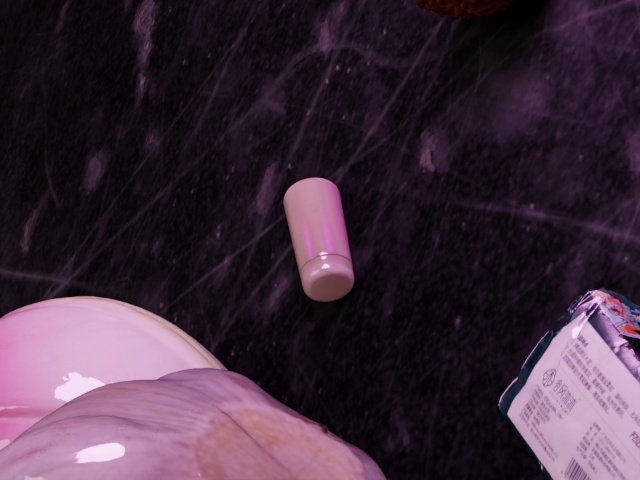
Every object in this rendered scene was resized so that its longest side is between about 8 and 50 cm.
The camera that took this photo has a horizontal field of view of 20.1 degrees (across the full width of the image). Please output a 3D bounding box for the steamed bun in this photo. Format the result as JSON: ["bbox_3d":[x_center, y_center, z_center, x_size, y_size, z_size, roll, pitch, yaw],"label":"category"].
[{"bbox_3d":[-0.216,0.181,1.386,0.309,0.309,0.309,-35,44,44],"label":"steamed bun"}]

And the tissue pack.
[{"bbox_3d":[0.177,0.114,0.986,0.103,0.090,0.170,-59,34,18],"label":"tissue pack"}]

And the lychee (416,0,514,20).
[{"bbox_3d":[0.102,-0.215,1.275,0.129,0.123,0.123,-39,42,39],"label":"lychee"}]

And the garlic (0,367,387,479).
[{"bbox_3d":[-0.091,0.222,1.141,0.259,0.317,0.317,-60,31,30],"label":"garlic"}]

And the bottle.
[{"bbox_3d":[0.000,0.000,1.386,0.045,0.045,0.096,-46,40,34],"label":"bottle"}]
